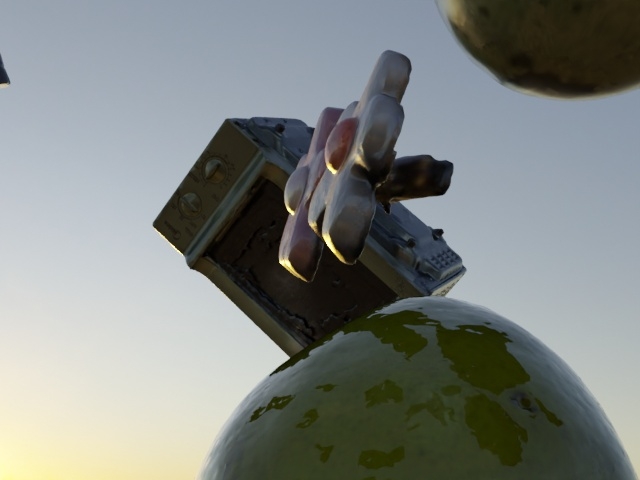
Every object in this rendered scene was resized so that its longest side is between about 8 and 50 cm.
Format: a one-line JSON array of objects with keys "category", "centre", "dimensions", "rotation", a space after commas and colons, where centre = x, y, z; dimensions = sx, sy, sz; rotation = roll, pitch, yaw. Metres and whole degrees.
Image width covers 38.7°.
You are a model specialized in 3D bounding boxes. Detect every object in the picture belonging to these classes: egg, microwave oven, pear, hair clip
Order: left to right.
[{"category": "microwave oven", "centre": [0.000, 0.000, 1.282], "dimensions": [0.218, 0.355, 0.286], "rotation": [-52, -13, 20]}, {"category": "hair clip", "centre": [0.018, -0.044, 0.655], "dimensions": [0.075, 0.146, 0.257], "rotation": [12, -11, -20]}, {"category": "pear", "centre": [0.053, 0.156, 0.491], "dimensions": [0.253, 0.253, 0.307], "rotation": [-1, 24, 12]}, {"category": "egg", "centre": [0.240, -0.289, 0.712], "dimensions": [0.288, 0.287, 0.379], "rotation": [17, -60, -38]}]

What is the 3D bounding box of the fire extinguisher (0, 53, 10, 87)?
[{"category": "fire extinguisher", "centre": [-0.442, -0.297, 1.057], "dimensions": [0.072, 0.267, 0.089], "rotation": [-22, 7, -32]}]
